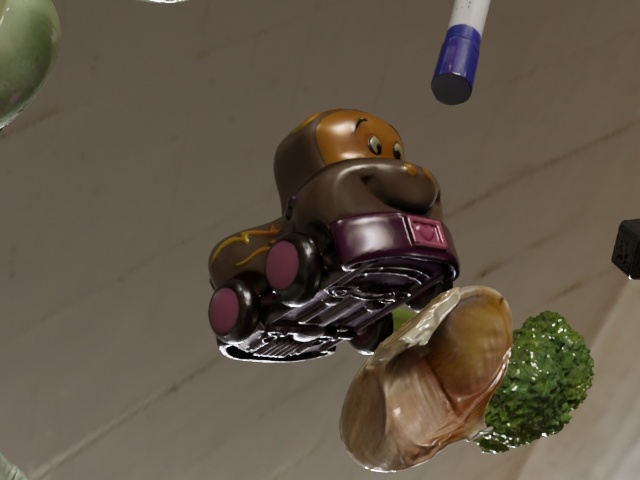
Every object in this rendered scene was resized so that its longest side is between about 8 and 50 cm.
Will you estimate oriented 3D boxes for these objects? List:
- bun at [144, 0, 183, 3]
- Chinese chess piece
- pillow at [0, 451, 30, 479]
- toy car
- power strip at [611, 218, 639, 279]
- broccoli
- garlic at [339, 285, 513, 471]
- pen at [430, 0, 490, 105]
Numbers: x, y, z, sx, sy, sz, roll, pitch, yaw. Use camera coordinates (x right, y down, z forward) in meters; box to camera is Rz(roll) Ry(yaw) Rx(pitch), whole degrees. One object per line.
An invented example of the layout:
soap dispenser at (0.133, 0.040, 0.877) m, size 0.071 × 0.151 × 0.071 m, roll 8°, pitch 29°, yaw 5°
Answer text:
bun at (-0.189, -0.340, 1.141) m, size 0.221 × 0.221 × 0.108 m, roll 102°, pitch 174°, yaw -46°
Chinese chess piece at (-0.426, -0.222, 1.288) m, size 0.250 × 0.250 × 0.101 m, roll -49°, pitch -42°, yaw -8°
pillow at (-0.295, 0.190, 0.883) m, size 0.144 × 0.254 × 0.078 m, roll -20°, pitch 26°, yaw 23°
toy car at (0.000, 0.000, 1.350) m, size 0.271 × 0.240 × 0.341 m, roll 10°, pitch -35°, yaw -44°
power strip at (0.259, 0.002, 0.770) m, size 0.111 × 0.029 × 0.038 m, roll -5°, pitch -61°, yaw -21°
broccoli at (0.192, 0.196, 1.442) m, size 0.254 × 0.302 × 0.186 m, roll -38°, pitch -63°, yaw -56°
garlic at (0.090, 0.103, 0.846) m, size 0.174 × 0.099 × 0.124 m, roll -38°, pitch -2°, yaw -28°
pen at (0.131, -0.216, 0.904) m, size 0.033 × 0.033 × 0.269 m, roll 94°, pitch -169°, yaw -53°
